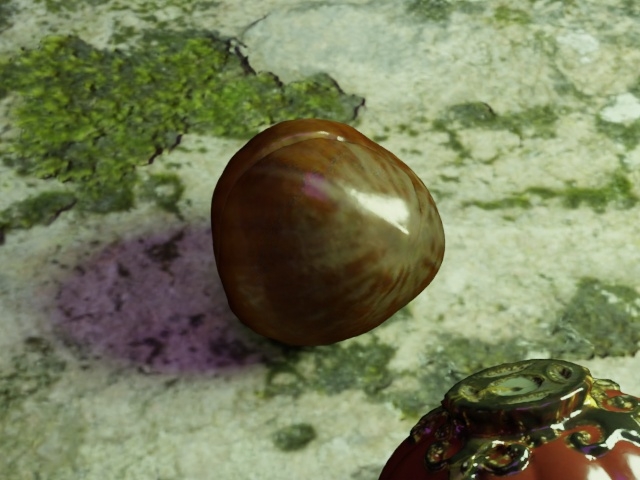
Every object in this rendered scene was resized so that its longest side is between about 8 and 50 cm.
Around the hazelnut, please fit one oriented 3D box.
[{"bbox_3d":[0.000,0.000,1.268,0.182,0.182,0.182,1,53,-2],"label":"hazelnut"}]

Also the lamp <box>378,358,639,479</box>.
[{"bbox_3d":[0.144,0.187,1.112,0.227,0.227,0.227,1,53,-2],"label":"lamp"}]
